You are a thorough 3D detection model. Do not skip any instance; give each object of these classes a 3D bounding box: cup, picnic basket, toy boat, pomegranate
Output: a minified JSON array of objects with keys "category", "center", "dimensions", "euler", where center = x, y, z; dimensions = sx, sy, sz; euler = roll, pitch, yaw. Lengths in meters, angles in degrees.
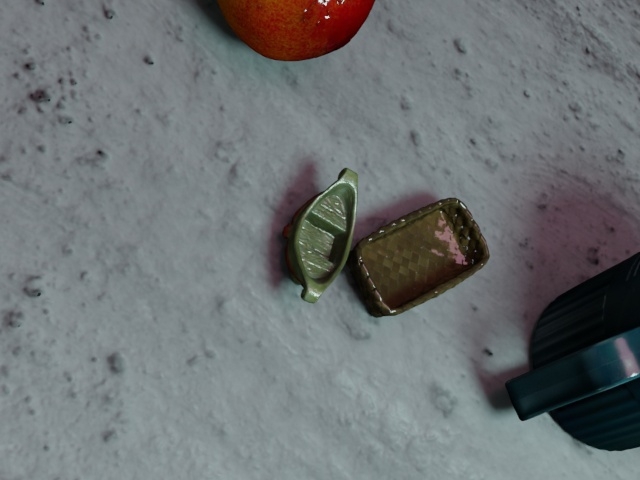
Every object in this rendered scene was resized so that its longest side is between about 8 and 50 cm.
[{"category":"cup","center":[0.419,0.146,1.677],"dimensions":[0.242,0.292,0.308],"euler":[44,57,-7]},{"category":"picnic basket","center":[0.120,0.023,1.700],"dimensions":[0.193,0.055,0.110],"euler":[-24,85,-34]},{"category":"toy boat","center":[0.000,0.000,1.632],"dimensions":[0.089,0.071,0.185],"euler":[27,61,-19]},{"category":"pomegranate","center":[-0.042,-0.329,1.661],"dimensions":[0.235,0.210,0.210],"euler":[29,56,12]}]
